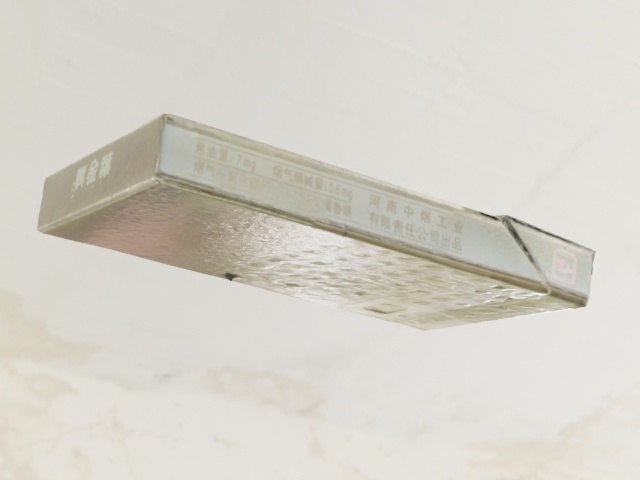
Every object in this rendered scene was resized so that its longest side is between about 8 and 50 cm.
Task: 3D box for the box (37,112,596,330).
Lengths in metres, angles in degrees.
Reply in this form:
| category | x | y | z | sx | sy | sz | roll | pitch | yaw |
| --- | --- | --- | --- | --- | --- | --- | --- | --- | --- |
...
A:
| category | x | y | z | sx | sy | sz | roll | pitch | yaw |
| --- | --- | --- | --- | --- | --- | --- | --- | --- | --- |
| box | 0.000 | 0.000 | 0.798 | 0.325 | 0.047 | 0.180 | 15 | -17 | -31 |
